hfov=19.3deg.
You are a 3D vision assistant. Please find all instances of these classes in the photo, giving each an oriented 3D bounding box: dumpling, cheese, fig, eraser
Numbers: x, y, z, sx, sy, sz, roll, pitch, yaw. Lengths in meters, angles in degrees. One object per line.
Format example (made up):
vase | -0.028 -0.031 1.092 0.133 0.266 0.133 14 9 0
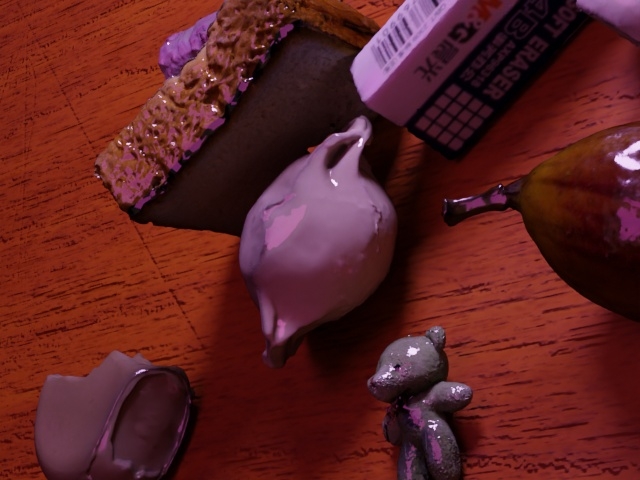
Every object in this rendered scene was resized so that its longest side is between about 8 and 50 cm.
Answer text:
dumpling | 0.000 0.000 1.838 0.193 0.147 0.258 -39 -33 -84
cheese | -0.235 0.197 2.024 0.202 0.091 0.175 15 78 52
fig | 0.224 -0.019 1.563 0.274 0.145 0.170 6 71 35
eraser | 0.167 -0.222 1.782 0.287 0.130 0.086 -48 36 20

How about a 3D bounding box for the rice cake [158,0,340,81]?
rice cake | -0.087 -0.235 2.149 0.290 0.051 0.081 -13 58 45

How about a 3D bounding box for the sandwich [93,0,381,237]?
sandwich | -0.057 -0.126 1.891 0.273 0.249 0.095 -49 59 18

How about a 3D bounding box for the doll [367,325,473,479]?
doll | 0.086 0.155 1.697 0.115 0.077 0.150 -38 53 43

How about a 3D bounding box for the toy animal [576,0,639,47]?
toy animal | 0.309 -0.252 1.637 0.178 0.127 0.193 28 92 55
